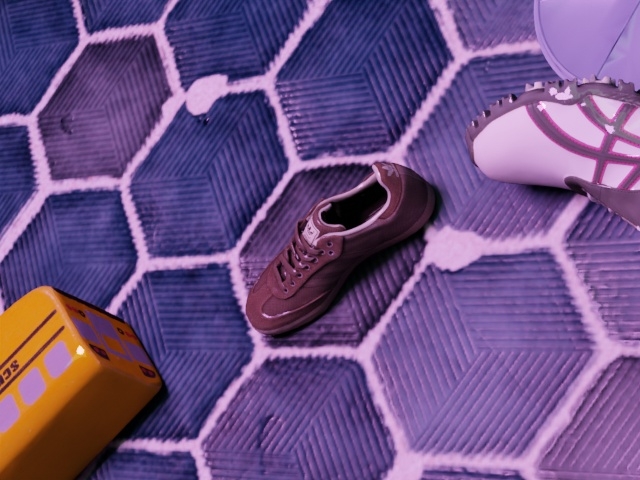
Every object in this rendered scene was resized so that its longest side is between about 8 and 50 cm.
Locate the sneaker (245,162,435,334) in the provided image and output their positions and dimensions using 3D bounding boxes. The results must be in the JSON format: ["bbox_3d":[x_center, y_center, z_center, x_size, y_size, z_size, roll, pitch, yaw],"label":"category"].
[{"bbox_3d":[0.000,0.000,1.124,0.188,0.071,0.066,-40,51,15],"label":"sneaker"}]

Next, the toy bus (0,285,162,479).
[{"bbox_3d":[-0.298,0.189,1.239,0.333,0.108,0.130,-46,51,10],"label":"toy bus"}]

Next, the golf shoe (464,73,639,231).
[{"bbox_3d":[0.216,-0.048,0.967,0.273,0.105,0.120,-1,76,37],"label":"golf shoe"}]

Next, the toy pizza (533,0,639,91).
[{"bbox_3d":[0.253,-0.190,1.048,0.201,0.032,0.201,-15,62,31],"label":"toy pizza"}]
